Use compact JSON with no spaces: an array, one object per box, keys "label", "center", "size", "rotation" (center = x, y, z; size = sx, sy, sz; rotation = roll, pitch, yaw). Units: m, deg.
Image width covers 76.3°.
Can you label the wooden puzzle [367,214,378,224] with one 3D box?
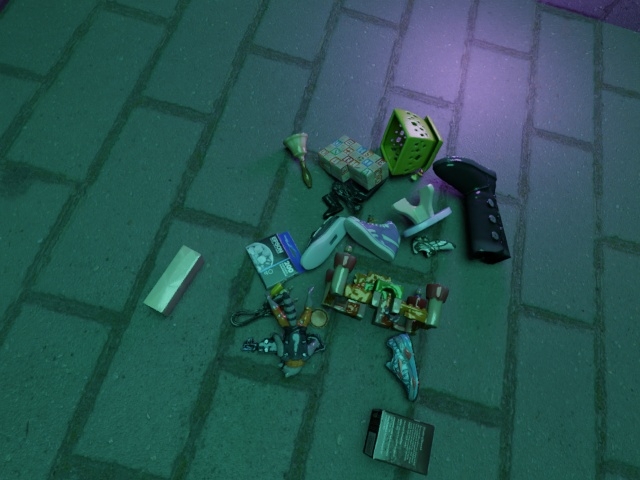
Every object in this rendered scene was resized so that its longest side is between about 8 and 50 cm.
[{"label":"wooden puzzle","center":[0.241,-0.079,1.885],"size":[0.049,0.006,0.084],"rotation":[12,69,-3]}]

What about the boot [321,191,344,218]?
[{"label":"boot","center":[0.041,-0.163,1.870],"size":[0.121,0.045,0.099],"rotation":[-28,78,-24]}]

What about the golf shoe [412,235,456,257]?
[{"label":"golf shoe","center":[0.513,0.036,1.849],"size":[0.197,0.077,0.094],"rotation":[8,80,3]}]

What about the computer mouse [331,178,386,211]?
[{"label":"computer mouse","center":[0.200,-0.260,1.915],"size":[0.272,0.072,0.188],"rotation":[-39,74,-15]}]

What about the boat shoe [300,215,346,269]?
[{"label":"boat shoe","center":[0.000,0.000,1.777],"size":[0.102,0.108,0.301],"rotation":[21,62,40]}]

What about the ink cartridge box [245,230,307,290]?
[{"label":"ink cartridge box","center":[-0.185,0.077,1.753],"size":[0.208,0.045,0.207],"rotation":[-26,74,-17]}]

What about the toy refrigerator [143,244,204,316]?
[{"label":"toy refrigerator","center":[-0.588,0.161,1.639],"size":[0.094,0.102,0.270],"rotation":[27,69,3]}]

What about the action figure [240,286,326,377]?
[{"label":"action figure","center":[-0.149,0.363,1.571],"size":[0.340,0.178,0.331],"rotation":[-7,84,-5]}]

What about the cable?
[{"label":"cable","center":[-0.224,0.287,1.680],"size":[0.287,0.072,0.140],"rotation":[-31,93,-4]}]

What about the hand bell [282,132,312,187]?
[{"label":"hand bell","center":[-0.083,-0.364,1.911],"size":[0.126,0.126,0.242],"rotation":[-16,84,-13]}]

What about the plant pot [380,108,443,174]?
[{"label":"plant pot","center":[0.433,-0.459,1.918],"size":[0.206,0.228,0.227],"rotation":[-1,51,-14]}]

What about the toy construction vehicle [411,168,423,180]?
[{"label":"toy construction vehicle","center":[0.457,-0.333,1.995],"size":[0.085,0.035,0.098],"rotation":[39,62,7]}]

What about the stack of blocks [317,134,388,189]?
[{"label":"stack of blocks","center":[0.147,-0.350,1.869],"size":[0.171,0.087,0.297],"rotation":[-37,54,-17]}]

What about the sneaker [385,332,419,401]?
[{"label":"sneaker","center":[0.327,0.514,1.643],"size":[0.125,0.104,0.262],"rotation":[-11,69,10]}]

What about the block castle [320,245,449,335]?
[{"label":"block castle","center":[0.243,0.202,1.623],"size":[0.452,0.303,0.213],"rotation":[18,68,-1]}]

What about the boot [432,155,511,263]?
[{"label":"boot","center":[0.686,-0.136,1.860],"size":[0.366,0.146,0.446],"rotation":[10,70,-21]}]

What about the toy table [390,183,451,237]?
[{"label":"toy table","center":[0.445,-0.139,1.825],"size":[0.274,0.252,0.161],"rotation":[-28,90,-40]}]

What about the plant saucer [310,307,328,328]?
[{"label":"plant saucer","center":[-0.008,0.325,1.699],"size":[0.083,0.013,0.084],"rotation":[2,69,-6]}]

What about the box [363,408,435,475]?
[{"label":"box","center":[0.286,0.735,1.500],"size":[0.202,0.168,0.167],"rotation":[17,68,-1]}]

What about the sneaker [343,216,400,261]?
[{"label":"sneaker","center":[0.238,-0.047,1.813],"size":[0.282,0.102,0.161],"rotation":[38,64,-16]}]
